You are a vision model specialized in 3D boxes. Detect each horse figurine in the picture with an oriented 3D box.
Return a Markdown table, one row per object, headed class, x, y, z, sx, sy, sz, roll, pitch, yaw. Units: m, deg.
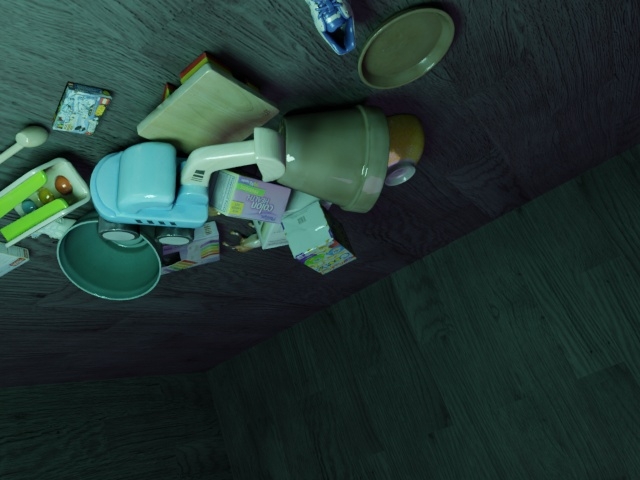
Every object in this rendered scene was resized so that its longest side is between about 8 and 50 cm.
| class | x | y | z | sx | sy | sz | roll | pitch | yaw |
| --- | --- | --- | --- | --- | --- | --- | --- | --- | --- |
| horse figurine | -0.273 | -0.012 | 2.075 | 0.263 | 0.066 | 0.174 | -25 | 153 | 16 |

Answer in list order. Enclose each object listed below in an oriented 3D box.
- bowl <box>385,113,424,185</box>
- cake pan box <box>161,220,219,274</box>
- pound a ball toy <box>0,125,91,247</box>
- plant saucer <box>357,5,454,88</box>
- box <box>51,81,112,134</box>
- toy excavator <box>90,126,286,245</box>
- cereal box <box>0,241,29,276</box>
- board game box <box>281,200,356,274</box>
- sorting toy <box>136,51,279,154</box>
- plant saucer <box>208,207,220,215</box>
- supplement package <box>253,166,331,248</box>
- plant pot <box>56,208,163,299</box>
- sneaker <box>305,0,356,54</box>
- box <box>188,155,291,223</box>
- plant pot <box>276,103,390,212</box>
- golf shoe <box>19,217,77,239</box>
| class | x | y | z | sx | sy | sz | roll | pitch | yaw |
| --- | --- | --- | --- | --- | --- | --- | --- | --- | --- |
| bowl | 0.250 | -0.287 | 1.782 | 0.289 | 0.156 | 0.289 | -19 | 159 | -8 |
| cake pan box | -0.522 | 0.032 | 1.950 | 0.266 | 0.070 | 0.246 | -13 | 155 | -18 |
| pound a ball toy | -0.725 | -0.140 | 1.282 | 0.319 | 0.208 | 0.136 | -22 | -162 | 28 |
| plant saucer | 0.225 | -0.519 | 1.367 | 0.277 | 0.041 | 0.278 | -19 | 159 | -7 |
| box | -0.554 | -0.303 | 1.179 | 0.093 | 0.027 | 0.137 | 2 | 149 | -43 |
| toy excavator | -0.338 | -0.149 | 1.256 | 0.432 | 0.223 | 0.445 | 4 | 163 | -20 |
| cereal box | -1.046 | 0.052 | 1.539 | 0.172 | 0.048 | 0.240 | -26 | 158 | 13 |
| board game box | 0.000 | 0.000 | 1.701 | 0.144 | 0.142 | 0.275 | -27 | 159 | 11 |
| sorting toy | -0.284 | -0.331 | 1.277 | 0.255 | 0.090 | 0.257 | -31 | 157 | 24 |
| plant saucer | -0.375 | -0.114 | 1.806 | 0.083 | 0.015 | 0.083 | -19 | 159 | -7 |
| supplement package | -0.115 | -0.128 | 1.758 | 0.197 | 0.200 | 0.263 | -12 | 157 | -23 |
| plant pot | -0.617 | 0.009 | 1.555 | 0.292 | 0.196 | 0.293 | -2 | 126 | -2 |
| sneaker | 0.016 | -0.515 | 1.064 | 0.111 | 0.131 | 0.296 | -25 | 157 | 15 |
| box | -0.254 | -0.150 | 1.511 | 0.213 | 0.242 | 0.118 | 9 | 103 | -51 |
| plant pot | 0.014 | -0.251 | 1.508 | 0.280 | 0.324 | 0.323 | 4 | 152 | -15 |
| golf shoe | -0.795 | -0.051 | 1.508 | 0.176 | 0.069 | 0.086 | -3 | 147 | -40 |
